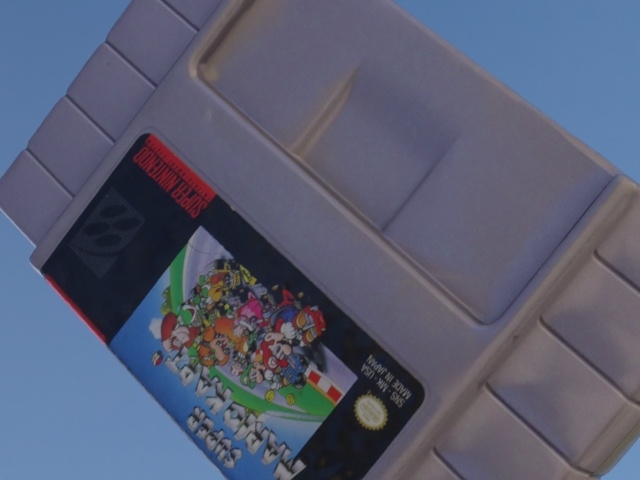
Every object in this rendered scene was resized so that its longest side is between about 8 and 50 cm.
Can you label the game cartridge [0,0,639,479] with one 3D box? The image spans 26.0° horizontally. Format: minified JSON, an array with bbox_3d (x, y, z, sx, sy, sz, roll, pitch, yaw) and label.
[{"bbox_3d":[0.000,0.000,0.676,0.230,0.355,0.068,-50,-30,4],"label":"game cartridge"}]
